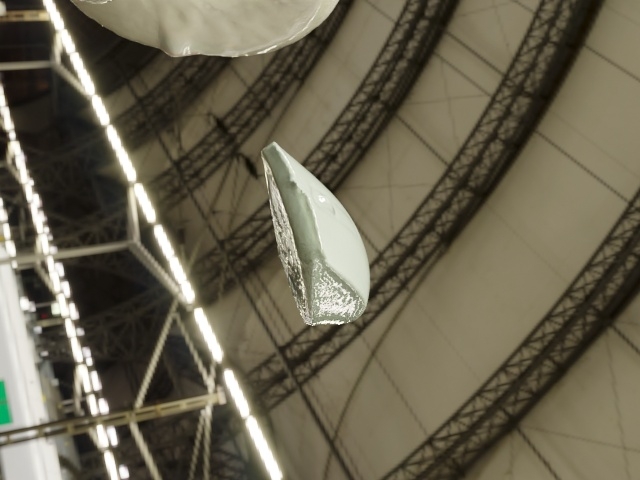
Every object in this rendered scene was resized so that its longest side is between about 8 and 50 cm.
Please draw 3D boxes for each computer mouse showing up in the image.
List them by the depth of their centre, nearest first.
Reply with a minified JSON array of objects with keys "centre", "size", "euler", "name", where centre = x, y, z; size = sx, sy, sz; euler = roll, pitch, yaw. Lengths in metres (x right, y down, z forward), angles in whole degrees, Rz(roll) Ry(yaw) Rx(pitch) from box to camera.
[{"centre":[0.000,0.000,0.820],"size":[0.231,0.079,0.127],"euler":[80,-13,-66],"name":"computer mouse"}]

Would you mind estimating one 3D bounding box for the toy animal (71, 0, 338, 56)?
[{"centre":[-0.080,-0.251,0.412],"size":[0.265,0.206,0.271],"euler":[99,-13,-53],"name":"toy animal"}]
